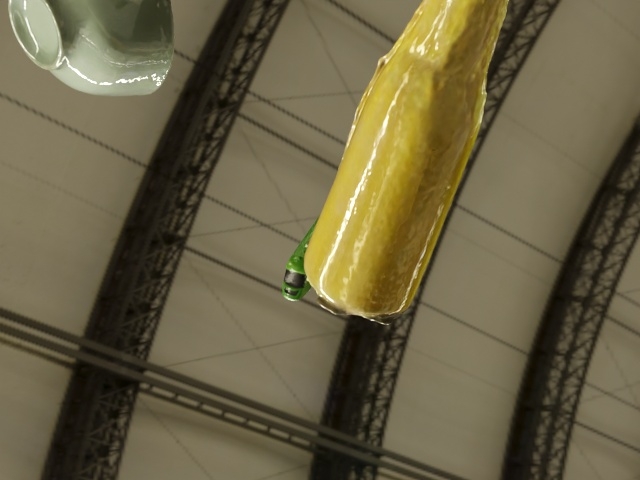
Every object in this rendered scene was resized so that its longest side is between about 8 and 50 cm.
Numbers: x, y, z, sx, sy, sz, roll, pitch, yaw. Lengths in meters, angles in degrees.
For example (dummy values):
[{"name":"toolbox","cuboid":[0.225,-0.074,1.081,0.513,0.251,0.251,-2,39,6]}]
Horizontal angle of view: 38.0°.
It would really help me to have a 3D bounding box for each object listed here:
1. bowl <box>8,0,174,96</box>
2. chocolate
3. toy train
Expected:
[{"name":"bowl","cuboid":[-0.357,-0.331,1.355,0.146,0.289,0.289,-30,-83,-38]},{"name":"chocolate","cuboid":[0.112,-0.116,1.108,0.162,0.445,0.162,15,-149,-9]},{"name":"toy train","cuboid":[0.000,0.000,1.447,0.209,0.044,0.042,-56,-39,-25]}]
